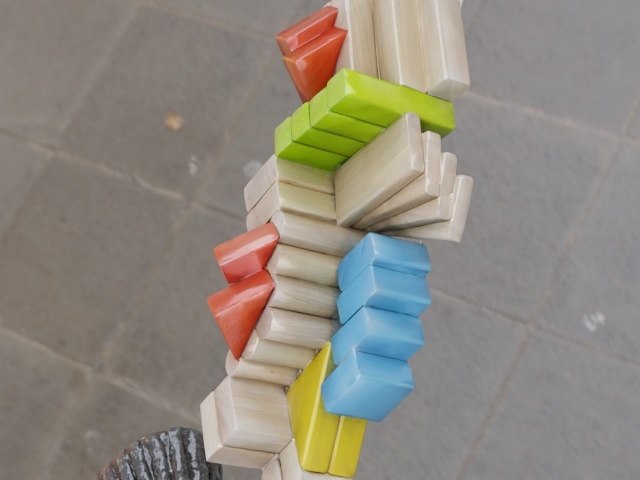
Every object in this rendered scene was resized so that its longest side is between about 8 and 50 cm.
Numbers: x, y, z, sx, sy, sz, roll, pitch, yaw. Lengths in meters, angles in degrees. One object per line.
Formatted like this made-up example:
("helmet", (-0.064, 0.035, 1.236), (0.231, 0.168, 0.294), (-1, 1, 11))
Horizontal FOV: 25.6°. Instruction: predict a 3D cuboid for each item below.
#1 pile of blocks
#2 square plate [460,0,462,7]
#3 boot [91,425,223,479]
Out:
("pile of blocks", (0.000, 0.000, 0.873), (0.149, 0.113, 0.362), (-1, 78, 60))
("square plate", (0.152, -0.453, 1.640), (0.049, 0.344, 0.347), (11, 90, 13))
("boot", (-0.076, 0.261, 1.246), (0.348, 0.131, 0.260), (-24, 28, 8))
